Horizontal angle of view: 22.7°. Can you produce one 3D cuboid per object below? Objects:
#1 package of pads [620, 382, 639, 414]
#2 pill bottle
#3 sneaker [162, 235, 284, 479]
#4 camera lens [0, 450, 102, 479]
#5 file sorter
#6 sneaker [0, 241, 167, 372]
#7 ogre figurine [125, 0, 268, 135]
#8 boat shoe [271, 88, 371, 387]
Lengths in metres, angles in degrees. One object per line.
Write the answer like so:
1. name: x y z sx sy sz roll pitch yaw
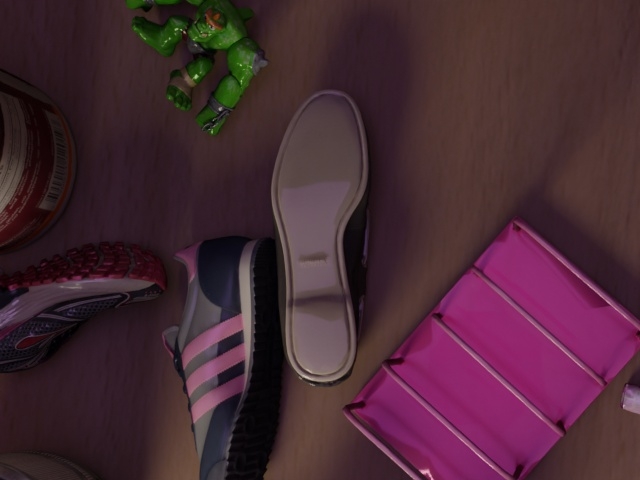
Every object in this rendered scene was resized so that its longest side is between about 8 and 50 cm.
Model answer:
1. package of pads: 0.373 0.181 1.757 0.083 0.050 0.032 13 88 9
2. pill bottle: -0.426 -0.102 1.731 0.224 0.392 0.224 -1 86 9
3. sneaker: -0.119 0.153 1.821 0.131 0.112 0.319 3 81 25
4. camera lens: -0.343 0.344 1.746 0.219 0.274 0.219 -1 86 9
5. file sorter: 0.189 0.141 1.722 0.202 0.182 0.291 42 93 9
6. sneaker: -0.316 0.083 1.852 0.299 0.121 0.112 -16 107 10
7. ogre figurine: -0.140 -0.235 1.851 0.118 0.097 0.197 -34 66 23
8. boat shoe: 0.000 0.000 1.817 0.112 0.095 0.335 1 81 1
